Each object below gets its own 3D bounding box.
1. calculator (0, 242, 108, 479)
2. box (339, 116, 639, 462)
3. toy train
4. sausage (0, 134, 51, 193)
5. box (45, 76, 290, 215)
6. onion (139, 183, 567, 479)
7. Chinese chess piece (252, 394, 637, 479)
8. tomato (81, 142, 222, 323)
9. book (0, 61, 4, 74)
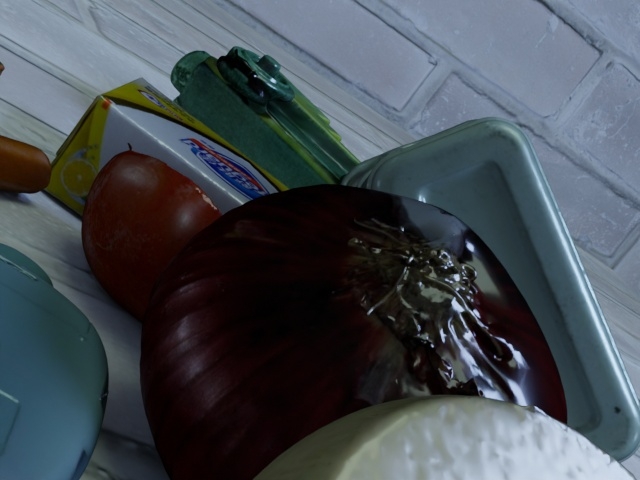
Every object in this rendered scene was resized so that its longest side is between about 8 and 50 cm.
[{"bbox_3d":[-0.197,0.054,0.611,0.186,0.041,0.299,34,15,-14],"label":"calculator"},{"bbox_3d":[0.135,0.052,0.899,0.182,0.175,0.311,75,-6,-85],"label":"box"},{"bbox_3d":[-0.010,-0.064,1.247,0.369,0.150,0.237,46,12,19],"label":"toy train"},{"bbox_3d":[-0.255,-0.063,0.859,0.039,0.041,0.131,20,2,32],"label":"sausage"},{"bbox_3d":[-0.098,-0.023,1.014,0.265,0.097,0.168,37,13,-3],"label":"box"},{"bbox_3d":[0.014,0.105,0.718,0.273,0.285,0.273,10,49,-11],"label":"onion"},{"bbox_3d":[0.064,0.193,0.464,0.273,0.102,0.273,21,48,-26],"label":"Chinese chess piece"},{"bbox_3d":[-0.117,0.020,0.845,0.174,0.082,0.166,22,-31,49],"label":"tomato"},{"bbox_3d":[-0.440,-0.228,0.990,0.228,0.018,0.322,40,13,11],"label":"book"}]
